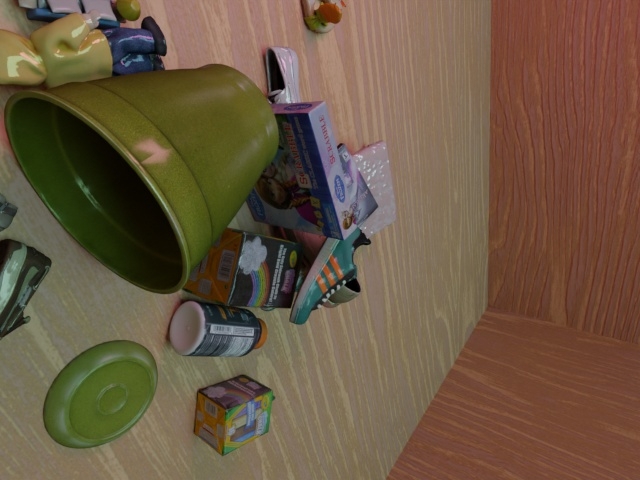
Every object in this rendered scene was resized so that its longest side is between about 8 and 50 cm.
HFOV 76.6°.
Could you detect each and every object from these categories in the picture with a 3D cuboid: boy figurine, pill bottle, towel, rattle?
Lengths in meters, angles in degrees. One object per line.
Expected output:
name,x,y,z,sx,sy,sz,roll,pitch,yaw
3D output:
boy figurine,-0.414,-0.306,0.691,0.285,0.177,0.092,-24,75,-31
pill bottle,-0.248,0.233,1.044,0.246,0.131,0.130,23,81,-52
towel,0.115,-0.137,1.374,0.332,0.053,0.316,-31,123,-26
rattle,0.053,-0.688,1.173,0.200,0.143,0.130,-34,106,-35

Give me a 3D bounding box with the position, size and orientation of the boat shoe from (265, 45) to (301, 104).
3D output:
boat shoe,-0.107,-0.387,1.097,0.084,0.095,0.257,-17,102,-45

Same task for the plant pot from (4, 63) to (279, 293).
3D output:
plant pot,-0.267,-0.155,0.748,0.353,0.367,0.366,-50,135,-39

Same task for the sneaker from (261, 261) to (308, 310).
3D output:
sneaker,-0.086,0.125,1.249,0.275,0.107,0.109,-45,141,-35

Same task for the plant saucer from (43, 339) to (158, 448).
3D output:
plant saucer,-0.458,0.339,0.882,0.241,0.037,0.240,-19,114,-49

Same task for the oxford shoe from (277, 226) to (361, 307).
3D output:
oxford shoe,0.000,0.000,1.183,0.141,0.147,0.396,-32,94,-43

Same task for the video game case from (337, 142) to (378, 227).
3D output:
video game case,0.065,-0.139,1.286,0.196,0.026,0.274,-47,128,-14

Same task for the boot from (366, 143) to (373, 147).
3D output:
boot,0.200,-0.240,1.491,0.137,0.077,0.197,-66,146,-52

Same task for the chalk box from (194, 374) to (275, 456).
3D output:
chalk box,-0.224,0.474,1.139,0.213,0.133,0.131,0,99,-51

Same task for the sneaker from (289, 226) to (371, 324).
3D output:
sneaker,0.028,0.095,1.048,0.301,0.121,0.108,-61,-178,-6

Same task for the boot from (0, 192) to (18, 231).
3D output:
boot,-0.559,-0.055,0.647,0.086,0.042,0.118,-63,142,-28

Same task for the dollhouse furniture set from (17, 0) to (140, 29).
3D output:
dollhouse furniture set,-0.407,-0.492,0.587,0.304,0.198,0.285,-19,115,-49

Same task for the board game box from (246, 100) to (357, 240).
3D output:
board game box,-0.088,-0.168,0.984,0.066,0.318,0.318,-44,131,-35

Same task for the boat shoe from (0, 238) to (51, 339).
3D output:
boat shoe,-0.538,0.131,0.680,0.095,0.095,0.257,41,67,-55

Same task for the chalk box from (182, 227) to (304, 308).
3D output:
chalk box,-0.172,0.072,1.059,0.289,0.179,0.180,16,86,-53
